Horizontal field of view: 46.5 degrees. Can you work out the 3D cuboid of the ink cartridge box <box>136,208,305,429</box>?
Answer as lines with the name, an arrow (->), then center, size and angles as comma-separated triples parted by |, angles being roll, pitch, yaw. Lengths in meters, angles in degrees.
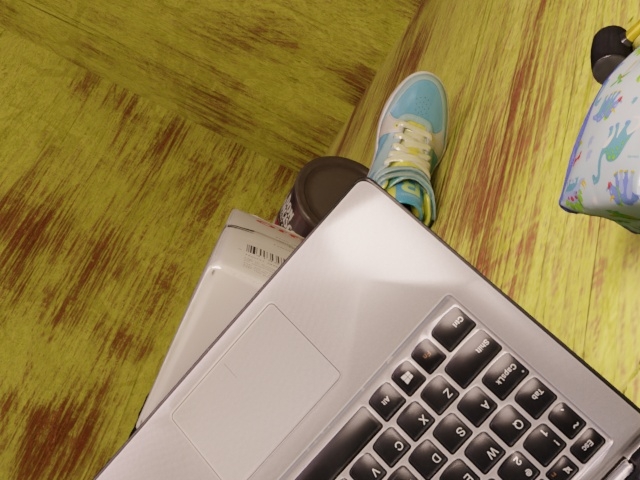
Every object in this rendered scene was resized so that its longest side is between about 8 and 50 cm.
ink cartridge box -> -0.006, 0.114, 0.804 | 0.166, 0.286, 0.395 | -64, 7, 7

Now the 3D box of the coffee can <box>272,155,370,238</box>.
coffee can -> 0.000, 0.000, 1.445 | 0.275, 0.202, 0.201 | -57, 11, 49

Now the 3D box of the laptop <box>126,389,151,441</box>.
laptop -> -0.071, 0.280, 0.713 | 0.234, 0.264, 0.136 | -95, 22, -75

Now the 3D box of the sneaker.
sneaker -> 0.144, -0.121, 1.175 | 0.208, 0.127, 0.319 | -138, 64, -84

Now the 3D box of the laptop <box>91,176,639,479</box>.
laptop -> 0.005, 0.197, 0.382 | 0.382, 0.408, 0.236 | -48, -24, 4

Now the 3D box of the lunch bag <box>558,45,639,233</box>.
lunch bag -> 0.240, -0.082, 0.496 | 0.129, 0.096, 0.151 | -177, 103, -82

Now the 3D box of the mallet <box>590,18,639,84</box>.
mallet -> 0.313, -0.213, 0.666 | 0.189, 0.039, 0.062 | -47, 17, 53
